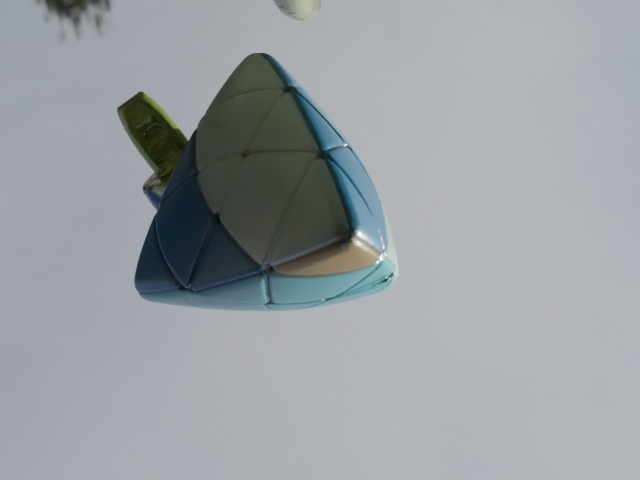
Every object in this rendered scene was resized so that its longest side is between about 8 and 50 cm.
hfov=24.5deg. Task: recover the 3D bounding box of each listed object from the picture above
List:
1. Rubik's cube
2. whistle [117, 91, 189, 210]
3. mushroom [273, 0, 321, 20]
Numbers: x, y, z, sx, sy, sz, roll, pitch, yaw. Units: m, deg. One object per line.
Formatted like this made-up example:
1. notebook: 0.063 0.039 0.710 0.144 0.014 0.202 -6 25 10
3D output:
1. Rubik's cube: 0.000 0.000 1.264 0.254 0.254 0.254 -7 -155 3
2. whistle: -0.122 -0.051 1.476 0.105 0.227 0.085 -37 -163 -4
3. mushroom: -0.052 -0.378 1.902 0.087 0.107 0.333 -3 170 8
